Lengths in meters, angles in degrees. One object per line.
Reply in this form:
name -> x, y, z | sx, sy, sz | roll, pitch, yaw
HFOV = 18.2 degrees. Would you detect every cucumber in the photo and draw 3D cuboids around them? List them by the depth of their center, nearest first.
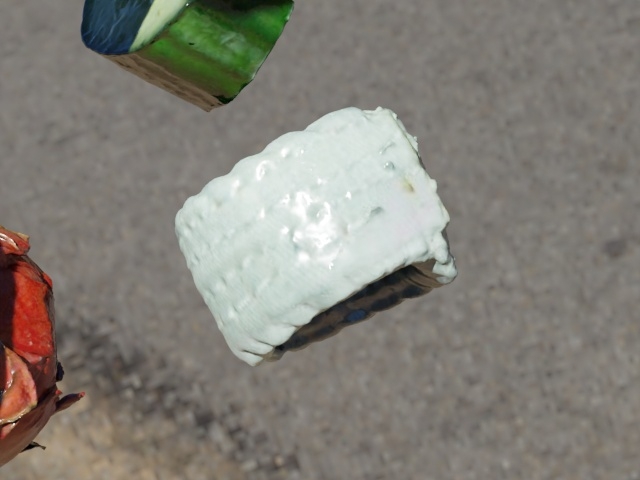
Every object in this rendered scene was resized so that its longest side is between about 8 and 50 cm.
cucumber -> -0.109, -0.202, 1.691 | 0.191, 0.130, 0.191 | -45, 31, 38

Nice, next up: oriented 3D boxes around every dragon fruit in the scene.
dragon fruit -> -0.325, 0.087, 1.574 | 0.252, 0.241, 0.241 | -23, 27, -25

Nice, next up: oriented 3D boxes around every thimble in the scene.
thimble -> 0.000, 0.000, 1.772 | 0.250, 0.172, 0.205 | -31, -9, 29
